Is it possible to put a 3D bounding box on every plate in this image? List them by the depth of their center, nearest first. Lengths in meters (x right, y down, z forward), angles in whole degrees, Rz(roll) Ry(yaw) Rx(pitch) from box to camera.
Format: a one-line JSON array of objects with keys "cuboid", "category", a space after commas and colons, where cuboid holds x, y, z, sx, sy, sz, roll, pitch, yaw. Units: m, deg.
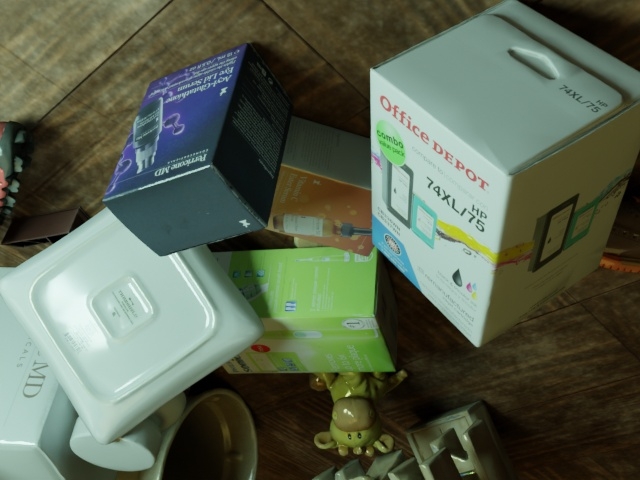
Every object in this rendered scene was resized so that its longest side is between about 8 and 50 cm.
[{"cuboid": [-0.263, 0.091, 1.022, 0.278, 0.277, 0.045, -35, 175, -1], "category": "plate"}]

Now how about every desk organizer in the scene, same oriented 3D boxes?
[{"cuboid": [-0.415, -0.009, 1.151, 0.130, 0.050, 0.047, -9, 138, 19], "category": "desk organizer"}]

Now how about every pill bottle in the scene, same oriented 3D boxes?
[{"cuboid": [-0.278, 0.190, 1.169, 0.169, 0.301, 0.169, 5, 141, 4], "category": "pill bottle"}]

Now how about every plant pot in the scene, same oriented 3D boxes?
[{"cuboid": [-0.340, 0.453, 1.520, 0.306, 0.333, 0.333, 0, 141, 27], "category": "plant pot"}]

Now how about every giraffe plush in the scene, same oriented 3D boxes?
[{"cuboid": [0.056, 0.285, 1.330, 0.182, 0.170, 0.210, -16, 135, 26], "category": "giraffe plush"}]

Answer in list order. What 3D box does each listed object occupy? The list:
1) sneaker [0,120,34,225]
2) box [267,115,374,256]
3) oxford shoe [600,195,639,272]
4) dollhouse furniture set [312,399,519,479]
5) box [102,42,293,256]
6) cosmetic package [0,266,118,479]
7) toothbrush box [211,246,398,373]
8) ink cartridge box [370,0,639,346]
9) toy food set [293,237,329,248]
[{"cuboid": [-0.486, -0.080, 1.039, 0.135, 0.097, 0.276, 25, 139, -23], "category": "sneaker"}, {"cuboid": [0.006, -0.069, 0.975, 0.171, 0.091, 0.130, 15, 140, -8], "category": "box"}, {"cuboid": [0.428, -0.026, 0.965, 0.364, 0.130, 0.132, 14, 108, 4], "category": "oxford shoe"}, {"cuboid": [0.189, 0.478, 1.319, 0.362, 0.256, 0.394, -31, 170, 37], "category": "dollhouse furniture set"}, {"cuboid": [-0.132, -0.103, 0.866, 0.153, 0.207, 0.108, -15, 135, 26], "category": "box"}, {"cuboid": [-0.554, 0.264, 1.285, 0.394, 0.329, 0.327, 1, 139, 7], "category": "cosmetic package"}, {"cuboid": [-0.034, 0.112, 1.161, 0.284, 0.122, 0.206, -1, 148, 13], "category": "toothbrush box"}, {"cuboid": [0.187, -0.070, 0.805, 0.197, 0.198, 0.270, -30, 143, -19], "category": "ink cartridge box"}, {"cuboid": [0.000, 0.000, 1.114, 0.083, 0.020, 0.082, 0, 140, 9], "category": "toy food set"}]
